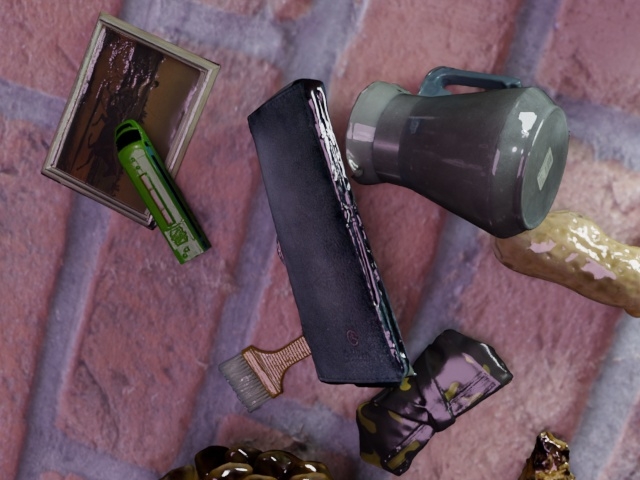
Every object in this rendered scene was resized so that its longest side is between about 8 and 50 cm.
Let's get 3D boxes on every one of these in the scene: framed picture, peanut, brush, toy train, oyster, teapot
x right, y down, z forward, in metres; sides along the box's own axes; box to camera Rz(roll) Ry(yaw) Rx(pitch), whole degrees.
[{"bbox_3d":[-0.272,-0.167,1.105,0.197,0.014,0.252,26,102,9],"label":"framed picture"},{"bbox_3d":[0.311,0.023,0.949,0.214,0.099,0.099,28,102,11],"label":"peanut"},{"bbox_3d":[-0.037,0.154,1.090,0.218,0.010,0.082,-34,88,14],"label":"brush"},{"bbox_3d":[-0.223,-0.068,1.077,0.044,0.042,0.209,-29,97,9],"label":"toy train"},{"bbox_3d":[0.282,0.415,1.018,0.129,0.078,0.345,6,101,21],"label":"oyster"},{"bbox_3d":[0.162,-0.118,0.924,0.225,0.171,0.203,17,63,30],"label":"teapot"}]

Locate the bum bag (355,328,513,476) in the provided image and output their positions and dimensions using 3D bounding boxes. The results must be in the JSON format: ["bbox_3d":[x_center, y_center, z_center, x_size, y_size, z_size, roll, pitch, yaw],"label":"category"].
[{"bbox_3d":[0.135,0.211,1.030,0.232,0.060,0.106,-43,77,13],"label":"bum bag"}]

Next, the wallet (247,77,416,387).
[{"bbox_3d":[0.000,0.000,0.986,0.191,0.046,0.379,-14,92,60],"label":"wallet"}]

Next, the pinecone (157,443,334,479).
[{"bbox_3d":[-0.107,0.449,0.980,0.398,0.398,0.397,2,97,13],"label":"pinecone"}]
